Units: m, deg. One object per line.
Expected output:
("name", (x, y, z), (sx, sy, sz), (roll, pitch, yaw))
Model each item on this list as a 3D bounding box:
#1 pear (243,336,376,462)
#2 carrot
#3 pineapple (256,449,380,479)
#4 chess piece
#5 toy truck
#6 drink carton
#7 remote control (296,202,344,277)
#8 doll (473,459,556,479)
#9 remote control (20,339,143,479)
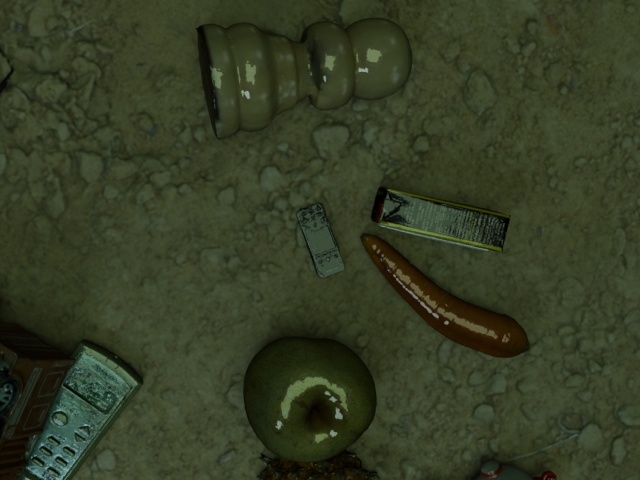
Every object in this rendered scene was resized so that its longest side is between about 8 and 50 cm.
("pear", (-0.014, 0.197, 1.093), (0.167, 0.136, 0.167), (-1, 98, -8))
("carrot", (0.158, 0.084, 1.140), (0.271, 0.062, 0.066), (29, 125, -4))
("pineapple", (-0.004, 0.353, 1.107), (0.176, 0.137, 0.161), (18, 94, -8))
("chess piece", (-0.014, -0.208, 1.056), (0.261, 0.143, 0.142), (-9, 96, -9))
("toy truck", (-0.421, 0.245, 1.021), (0.136, 0.162, 0.305), (25, 92, 23))
("drink carton", (0.153, -0.027, 1.119), (0.166, 0.071, 0.056), (12, 92, -5))
("remote control", (0.000, 0.000, 1.135), (0.039, 0.014, 0.096), (-20, 96, -3))
("doll", (0.209, 0.375, 1.165), (0.245, 0.076, 0.142), (-27, 98, 2))
("remote control", (-0.333, 0.244, 1.115), (0.098, 0.038, 0.233), (37, 90, -9))
